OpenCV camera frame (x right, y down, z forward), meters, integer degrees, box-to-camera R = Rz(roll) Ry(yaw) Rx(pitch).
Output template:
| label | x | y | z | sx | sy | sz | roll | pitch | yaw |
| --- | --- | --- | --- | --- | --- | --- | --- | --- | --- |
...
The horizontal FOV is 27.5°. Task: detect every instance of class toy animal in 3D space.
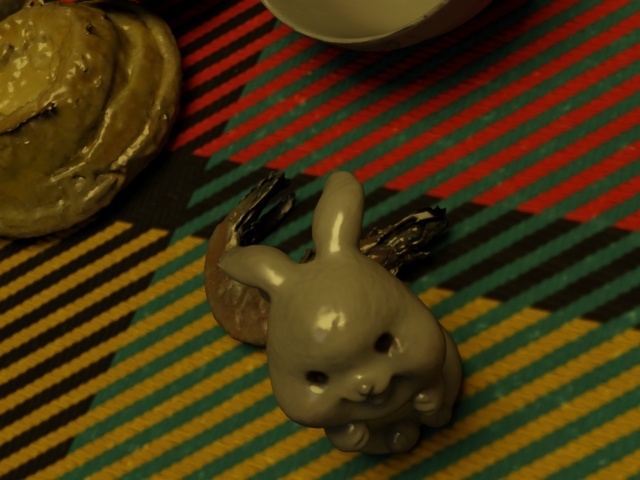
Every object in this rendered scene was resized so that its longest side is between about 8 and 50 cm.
| label | x | y | z | sx | sy | sz | roll | pitch | yaw |
| --- | --- | --- | --- | --- | --- | --- | --- | --- | --- |
| toy animal | 0.023 | 0.066 | 0.971 | 0.127 | 0.193 | 0.179 | -30 | 51 | 8 |

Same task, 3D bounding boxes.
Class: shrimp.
| label | x | y | z | sx | sy | sz | roll | pitch | yaw |
| --- | --- | --- | --- | --- | --- | --- | --- | --- | --- |
| shrimp | 0.000 | 0.000 | 1.114 | 0.219 | 0.046 | 0.152 | -25 | 57 | 9 |

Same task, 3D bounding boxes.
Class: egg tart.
| label | x | y | z | sx | sy | sz | roll | pitch | yaw |
| --- | --- | --- | --- | --- | --- | --- | --- | --- | --- |
| egg tart | -0.278 | -0.141 | 1.284 | 0.290 | 0.115 | 0.290 | -12 | 55 | 17 |

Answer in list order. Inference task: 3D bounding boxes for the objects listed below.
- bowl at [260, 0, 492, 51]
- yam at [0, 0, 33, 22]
| label | x | y | z | sx | sy | sz | roll | pitch | yaw |
| --- | --- | --- | --- | --- | --- | --- | --- | --- | --- |
| bowl | 0.077 | -0.303 | 1.168 | 0.287 | 0.143 | 0.287 | -3 | 84 | 35 |
| yam | -0.435 | -0.166 | 1.396 | 0.317 | 0.067 | 0.071 | -44 | 62 | -6 |
